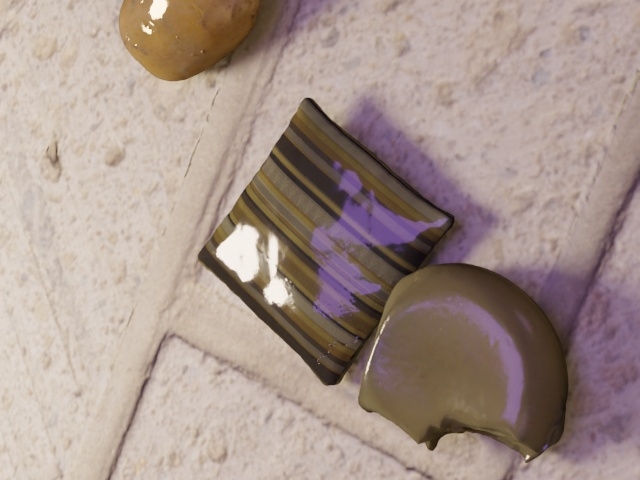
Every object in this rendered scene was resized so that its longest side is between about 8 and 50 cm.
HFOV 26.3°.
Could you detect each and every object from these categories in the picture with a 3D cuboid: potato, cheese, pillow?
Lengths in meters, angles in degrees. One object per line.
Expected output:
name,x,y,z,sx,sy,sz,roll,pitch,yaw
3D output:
potato,-0.138,-0.237,1.419,0.178,0.118,0.109,-29,35,39
cheese,0.133,0.115,1.226,0.202,0.091,0.175,30,102,30
pillow,0.000,0.000,1.341,0.208,0.052,0.212,43,110,25
